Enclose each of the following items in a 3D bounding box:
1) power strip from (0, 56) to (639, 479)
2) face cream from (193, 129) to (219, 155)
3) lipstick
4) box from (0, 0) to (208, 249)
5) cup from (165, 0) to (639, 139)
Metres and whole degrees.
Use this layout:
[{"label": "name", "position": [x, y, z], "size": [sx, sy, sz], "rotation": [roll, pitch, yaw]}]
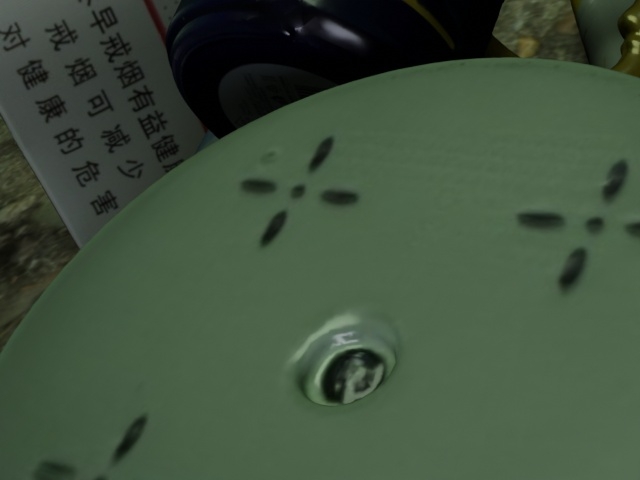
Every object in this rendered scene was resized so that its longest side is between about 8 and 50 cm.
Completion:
[{"label": "power strip", "position": [0.043, 0.086, 0.469], "size": [0.357, 0.161, 0.357], "rotation": [-16, 41, 15]}, {"label": "face cream", "position": [-0.056, -0.001, 0.738], "size": [0.136, 0.086, 0.385], "rotation": [4, 54, 32]}, {"label": "lipstick", "position": [0.205, -0.117, 0.782], "size": [0.059, 0.059, 0.264], "rotation": [-15, 35, 12]}, {"label": "box", "position": [-0.079, -0.160, 0.872], "size": [0.330, 0.210, 0.095], "rotation": [-28, 35, -7]}, {"label": "cup", "position": [0.069, -0.162, 0.669], "size": [0.255, 0.178, 0.256], "rotation": [12, 64, 19]}]
